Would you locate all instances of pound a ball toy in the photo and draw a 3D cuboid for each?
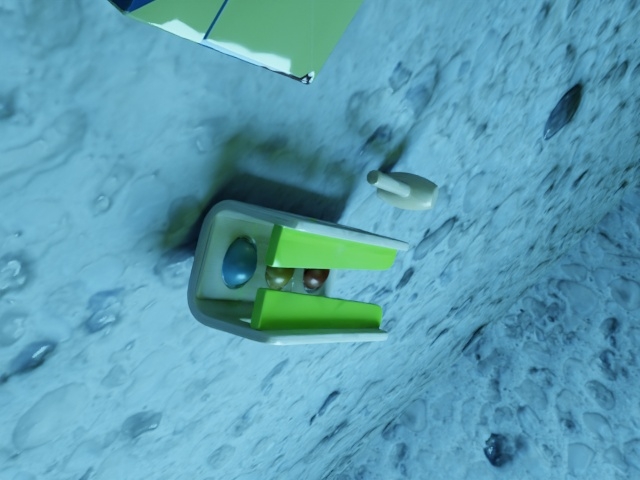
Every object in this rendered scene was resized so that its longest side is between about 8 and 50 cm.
[{"bbox_3d":[0.000,0.000,0.879,0.319,0.135,0.208,9,95,-60],"label":"pound a ball toy"}]

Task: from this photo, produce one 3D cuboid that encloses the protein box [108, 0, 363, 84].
[{"bbox_3d":[-0.054,-0.219,0.359,0.200,0.201,0.136,-56,153,17],"label":"protein box"}]
